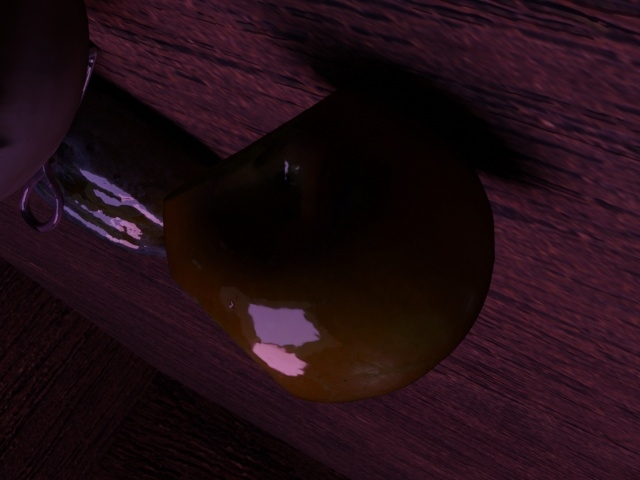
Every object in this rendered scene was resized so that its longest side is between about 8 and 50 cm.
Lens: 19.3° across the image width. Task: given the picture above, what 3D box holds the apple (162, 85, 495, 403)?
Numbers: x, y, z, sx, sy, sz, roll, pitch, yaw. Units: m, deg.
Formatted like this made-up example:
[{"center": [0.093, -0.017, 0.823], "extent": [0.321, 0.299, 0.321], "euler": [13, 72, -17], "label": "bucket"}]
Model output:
[{"center": [0.005, -0.004, 0.920], "extent": [0.163, 0.146, 0.147], "euler": [46, -177, 18], "label": "apple"}]

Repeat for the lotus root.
[{"center": [-0.161, -0.061, 1.372], "extent": [0.192, 0.088, 0.113], "euler": [33, 148, -3], "label": "lotus root"}]

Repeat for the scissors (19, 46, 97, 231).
[{"center": [-0.189, -0.078, 1.301], "extent": [0.085, 0.022, 0.176], "euler": [49, 138, 13], "label": "scissors"}]

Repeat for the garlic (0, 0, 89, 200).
[{"center": [-0.239, -0.133, 1.034], "extent": [0.246, 0.231, 0.340], "euler": [39, 137, 24], "label": "garlic"}]
